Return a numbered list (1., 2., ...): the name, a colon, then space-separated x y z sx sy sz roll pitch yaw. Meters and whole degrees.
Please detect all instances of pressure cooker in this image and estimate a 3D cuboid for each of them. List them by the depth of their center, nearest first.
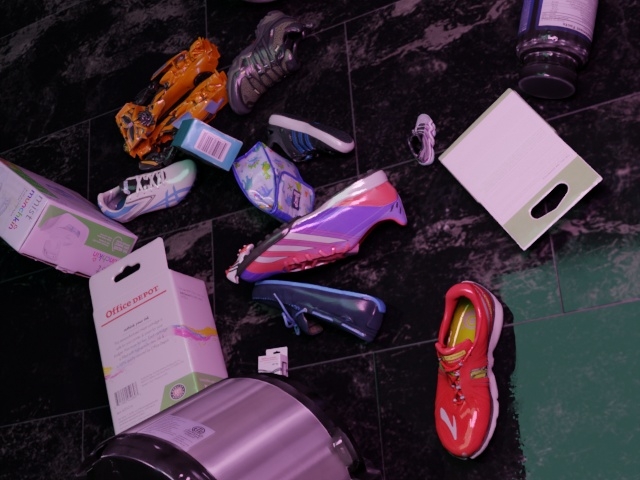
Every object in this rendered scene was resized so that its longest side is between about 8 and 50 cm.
1. pressure cooker: -0.126 0.404 1.465 0.370 0.420 0.375 48 124 13

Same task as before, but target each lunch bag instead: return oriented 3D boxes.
1. lunch bag: -0.080 -0.090 1.756 0.096 0.129 0.151 -34 59 18

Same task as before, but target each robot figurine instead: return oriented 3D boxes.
1. robot figurine: -0.315 -0.282 1.990 0.291 0.085 0.211 -38 57 15

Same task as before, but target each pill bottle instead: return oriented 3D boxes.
1. pill bottle: 0.388 -0.352 1.562 0.122 0.123 0.219 5 77 33

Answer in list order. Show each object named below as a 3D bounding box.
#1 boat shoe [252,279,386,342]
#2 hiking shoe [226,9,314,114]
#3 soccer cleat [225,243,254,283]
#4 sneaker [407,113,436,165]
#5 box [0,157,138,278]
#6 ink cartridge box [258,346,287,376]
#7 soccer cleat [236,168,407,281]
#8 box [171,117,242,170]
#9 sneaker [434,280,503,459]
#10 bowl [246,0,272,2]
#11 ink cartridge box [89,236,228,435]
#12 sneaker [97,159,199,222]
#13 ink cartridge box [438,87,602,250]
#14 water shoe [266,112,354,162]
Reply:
1. boat shoe: -0.016 0.124 1.662 0.258 0.109 0.089 6 81 35
2. hiking shoe: -0.102 -0.348 1.881 0.114 0.086 0.227 24 86 38
3. soccer cleat: -0.149 0.044 1.816 0.035 0.029 0.083 42 101 25
4. sneaker: 0.175 -0.186 1.669 0.038 0.069 0.098 -14 67 27
5. box: -0.553 -0.038 1.947 0.231 0.262 0.127 31 91 36
6. ink cartridge box: -0.086 0.233 1.712 0.048 0.028 0.083 -12 68 27
7. soccer cleat: 0.000 0.000 1.667 0.318 0.108 0.116 -33 88 4
8. box: -0.221 -0.183 1.810 0.060 0.100 0.244 -63 14 -1
9. sneaker: 0.214 0.199 1.486 0.107 0.118 0.279 -4 72 31
10. bowl: -0.094 -0.599 1.932 0.297 0.134 0.298 -10 70 29
11. ink cartridge box: -0.306 0.197 1.803 0.207 0.119 0.353 -28 63 22
12. sneaker: -0.356 -0.104 1.956 0.237 0.086 0.085 -24 62 22
13. ink cartridge box: 0.329 -0.114 1.560 0.171 0.056 0.235 -45 60 12
14. water shoe: -0.018 -0.183 1.798 0.203 0.073 0.080 25 110 39
